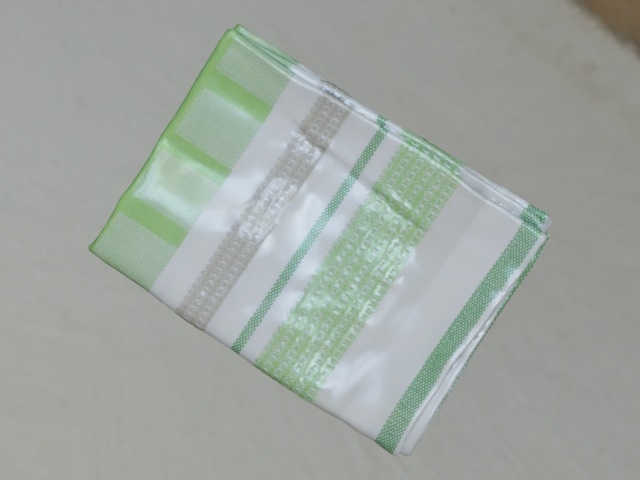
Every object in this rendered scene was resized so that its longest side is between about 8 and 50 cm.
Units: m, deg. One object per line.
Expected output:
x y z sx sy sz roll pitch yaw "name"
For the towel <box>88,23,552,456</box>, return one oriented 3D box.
0.000 0.000 0.741 0.152 0.113 0.023 33 180 1 "towel"
